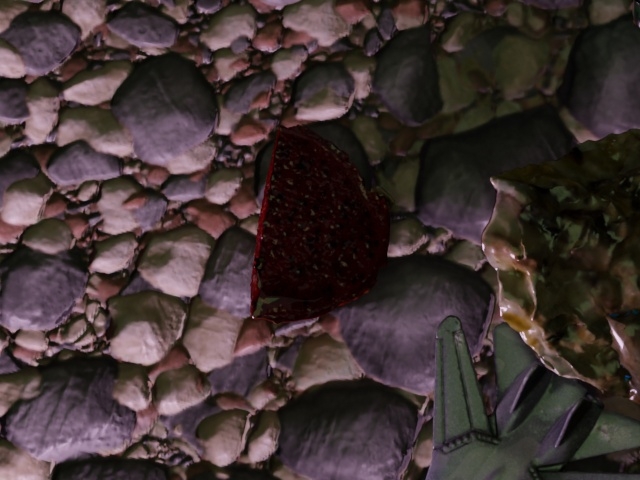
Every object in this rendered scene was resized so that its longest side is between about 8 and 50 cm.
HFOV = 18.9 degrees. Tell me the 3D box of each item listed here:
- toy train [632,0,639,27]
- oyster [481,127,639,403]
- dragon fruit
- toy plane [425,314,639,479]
[{"bbox_3d":[0.282,-0.218,1.486,0.176,0.074,0.118,39,89,18],"label":"toy train"},{"bbox_3d":[0.231,0.023,1.418,0.222,0.083,0.214,-10,81,-21],"label":"oyster"},{"bbox_3d":[0.000,0.000,1.526,0.106,0.083,0.162,8,72,-6],"label":"dragon fruit"},{"bbox_3d":[0.117,0.209,1.463,0.212,0.088,0.267,37,100,17],"label":"toy plane"}]
